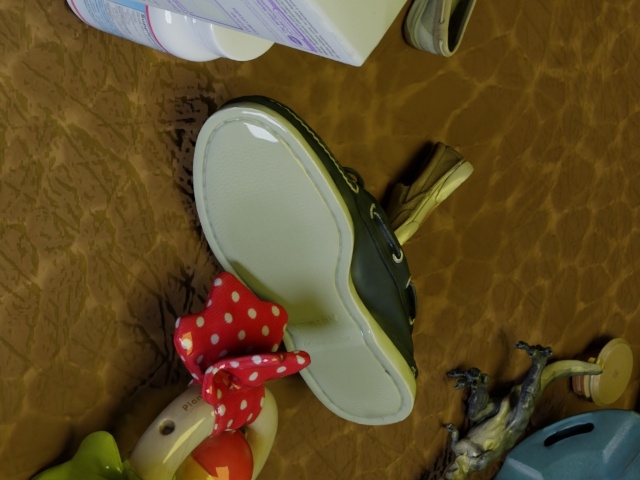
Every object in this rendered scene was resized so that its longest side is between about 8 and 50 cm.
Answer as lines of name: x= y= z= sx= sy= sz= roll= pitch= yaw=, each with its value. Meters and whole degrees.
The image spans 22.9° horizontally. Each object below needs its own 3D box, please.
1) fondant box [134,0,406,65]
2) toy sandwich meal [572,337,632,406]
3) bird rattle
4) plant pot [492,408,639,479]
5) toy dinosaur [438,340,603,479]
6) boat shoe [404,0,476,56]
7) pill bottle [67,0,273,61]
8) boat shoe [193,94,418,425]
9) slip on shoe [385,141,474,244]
fondant box: x=-0.121 y=-0.234 z=0.901 sx=0.096 sy=0.330 sz=0.238 roll=-57 pitch=136 yaw=-13
toy sandwich meal: x=0.303 y=0.140 z=1.696 sx=0.085 sy=0.029 sz=0.086 roll=-21 pitch=119 yaw=-43
bird rattle: x=-0.104 y=0.160 z=1.262 sx=0.253 sy=0.143 sz=0.207 roll=-57 pitch=157 yaw=-15
plant pot: x=0.332 y=0.368 z=1.627 sx=0.341 sy=0.341 sz=0.334 roll=-52 pitch=127 yaw=-16
toy dinosaur: x=0.186 y=0.161 z=1.568 sx=0.268 sy=0.064 sz=0.118 roll=-38 pitch=135 yaw=-28
boat shoe: x=0.124 y=-0.230 z=1.348 sx=0.056 sy=0.048 sz=0.153 roll=30 pitch=85 yaw=-47
pill bottle: x=-0.099 y=-0.171 z=1.073 sx=0.087 sy=0.160 sz=0.087 roll=-19 pitch=119 yaw=-39
boat shoe: x=0.004 y=0.000 z=1.287 sx=0.340 sy=0.127 sz=0.113 roll=59 pitch=35 yaw=-33
slip on shoe: x=0.077 y=-0.032 z=1.395 sx=0.135 sy=0.051 sz=0.041 roll=-45 pitch=93 yaw=-11
